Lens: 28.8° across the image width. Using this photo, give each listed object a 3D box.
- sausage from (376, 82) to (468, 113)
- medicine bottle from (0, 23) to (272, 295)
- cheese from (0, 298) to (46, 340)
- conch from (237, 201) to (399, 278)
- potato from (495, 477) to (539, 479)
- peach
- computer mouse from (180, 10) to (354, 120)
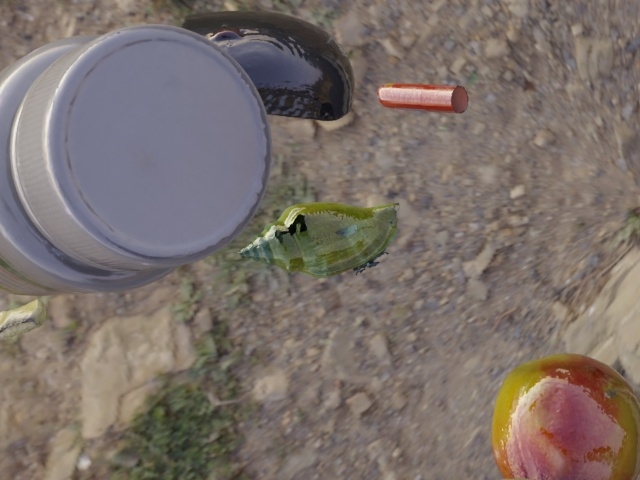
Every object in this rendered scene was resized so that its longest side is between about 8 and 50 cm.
[{"bbox_3d":[0.116,-0.171,1.489,0.129,0.034,0.034,10,95,44],"label":"sausage"},{"bbox_3d":[-0.194,-0.059,1.029,0.208,0.340,0.208,2,86,-30],"label":"medicine bottle"},{"bbox_3d":[-0.401,0.104,1.656,0.083,0.044,0.030,-19,131,29],"label":"cheese"},{"bbox_3d":[-0.002,-0.001,1.549,0.201,0.079,0.094,1,98,1],"label":"conch"},{"bbox_3d":[0.091,0.248,0.659,0.243,0.242,0.285,-25,82,14],"label":"potato"},{"bbox_3d":[0.349,0.271,1.752,0.231,0.231,0.230,0,92,15],"label":"peach"},{"bbox_3d":[-0.069,-0.260,1.776,0.269,0.170,0.100,3,133,-19],"label":"computer mouse"}]
